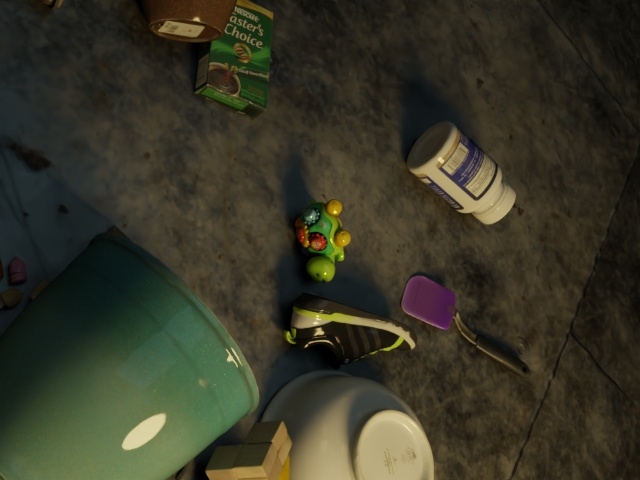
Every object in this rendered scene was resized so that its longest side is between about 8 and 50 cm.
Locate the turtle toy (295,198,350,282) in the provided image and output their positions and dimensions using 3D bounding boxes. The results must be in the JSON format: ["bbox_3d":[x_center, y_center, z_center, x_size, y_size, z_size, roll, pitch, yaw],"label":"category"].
[{"bbox_3d":[0.000,0.000,1.390,0.066,0.095,0.130,-11,79,-20],"label":"turtle toy"}]

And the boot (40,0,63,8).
[{"bbox_3d":[-0.461,-0.408,1.167,0.229,0.091,0.263,-22,103,-29],"label":"boot"}]

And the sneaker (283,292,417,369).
[{"bbox_3d":[0.040,0.149,1.384,0.235,0.084,0.097,19,86,-32],"label":"sneaker"}]

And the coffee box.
[{"bbox_3d":[-0.132,-0.293,1.419,0.113,0.040,0.184,20,62,-33],"label":"coffee box"}]

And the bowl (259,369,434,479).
[{"bbox_3d":[0.062,0.317,1.282,0.298,0.134,0.297,15,65,-35],"label":"bowl"}]

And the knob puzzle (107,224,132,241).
[{"bbox_3d":[-0.204,0.065,1.146,0.030,0.213,0.213,-45,107,-2],"label":"knob puzzle"}]

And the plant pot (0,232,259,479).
[{"bbox_3d":[-0.252,0.174,1.002,0.255,0.272,0.271,-43,102,-27],"label":"plant pot"}]

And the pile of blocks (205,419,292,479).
[{"bbox_3d":[-0.092,0.413,1.145,0.149,0.113,0.362,39,47,-56],"label":"pile of blocks"}]

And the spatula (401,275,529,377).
[{"bbox_3d":[0.259,0.158,1.576,0.296,0.030,0.084,36,51,-24],"label":"spatula"}]

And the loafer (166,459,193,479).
[{"bbox_3d":[-0.214,0.333,1.082,0.078,0.076,0.223,34,50,-16],"label":"loafer"}]

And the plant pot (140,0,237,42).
[{"bbox_3d":[-0.190,-0.415,1.330,0.215,0.215,0.230,7,84,-38],"label":"plant pot"}]

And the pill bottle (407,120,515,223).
[{"bbox_3d":[0.255,-0.115,1.625,0.187,0.112,0.112,38,53,-23],"label":"pill bottle"}]

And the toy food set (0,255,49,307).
[{"bbox_3d":[-0.391,0.042,1.089,0.122,0.019,0.078,36,53,-15],"label":"toy food set"}]
